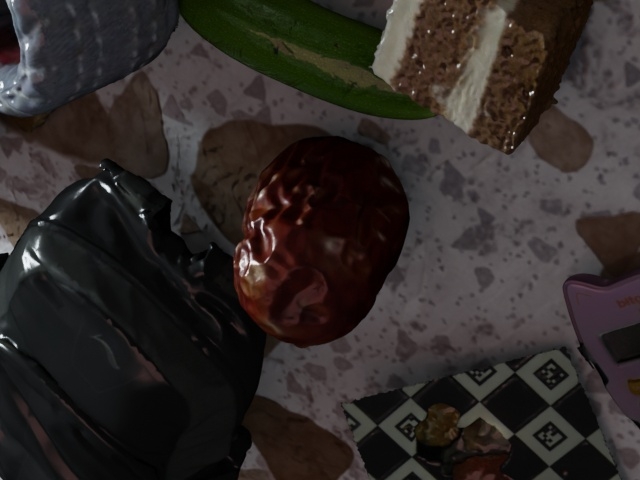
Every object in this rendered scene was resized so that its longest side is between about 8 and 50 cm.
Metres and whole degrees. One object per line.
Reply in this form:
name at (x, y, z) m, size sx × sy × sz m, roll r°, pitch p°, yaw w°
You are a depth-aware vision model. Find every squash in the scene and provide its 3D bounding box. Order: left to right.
squash at (-0.013, -0.178, 1.225) m, size 0.292 × 0.082 × 0.082 m, roll 26°, pitch 127°, yaw 12°

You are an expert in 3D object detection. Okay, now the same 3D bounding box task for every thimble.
thimble at (-0.254, -0.223, 1.246) m, size 0.236 × 0.172 × 0.205 m, roll -31°, pitch 86°, yaw 55°

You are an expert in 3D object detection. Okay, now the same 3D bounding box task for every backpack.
backpack at (-0.209, 0.119, 1.410) m, size 0.363 × 0.255 × 0.446 m, roll 41°, pitch 143°, yaw 2°

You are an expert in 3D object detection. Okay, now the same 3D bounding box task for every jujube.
jujube at (0.000, 0.000, 1.238) m, size 0.155 × 0.230 × 0.155 m, roll 4°, pitch 118°, yaw 7°

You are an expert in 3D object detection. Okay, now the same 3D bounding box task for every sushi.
sushi at (0.186, 0.252, 1.400) m, size 0.264 × 0.050 × 0.290 m, roll -17°, pitch 107°, yaw 20°

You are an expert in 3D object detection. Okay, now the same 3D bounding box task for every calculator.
calculator at (0.359, 0.125, 1.237) m, size 0.194 × 0.043 × 0.294 m, roll -23°, pitch 109°, yaw 36°

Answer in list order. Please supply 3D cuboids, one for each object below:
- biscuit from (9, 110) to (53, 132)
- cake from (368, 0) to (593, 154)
biscuit at (-0.353, -0.232, 1.414) m, size 0.237 × 0.026 × 0.131 m, roll 48°, pitch 129°, yaw -3°
cake at (0.133, -0.172, 1.114) m, size 0.147 × 0.135 × 0.135 m, roll 24°, pitch 130°, yaw 13°
